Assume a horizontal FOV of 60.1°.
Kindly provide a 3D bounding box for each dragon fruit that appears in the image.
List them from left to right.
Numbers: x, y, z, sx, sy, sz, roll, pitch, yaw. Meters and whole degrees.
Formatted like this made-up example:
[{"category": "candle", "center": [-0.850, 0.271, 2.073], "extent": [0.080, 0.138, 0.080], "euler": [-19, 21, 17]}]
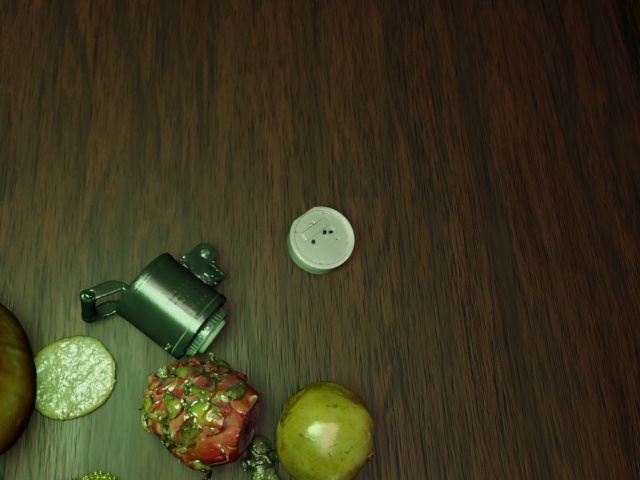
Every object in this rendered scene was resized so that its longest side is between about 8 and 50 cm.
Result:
[{"category": "dragon fruit", "center": [-0.306, 0.426, 1.368], "extent": [0.290, 0.250, 0.269], "euler": [14, 100, 9]}]

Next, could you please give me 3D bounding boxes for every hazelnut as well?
[{"category": "hazelnut", "center": [-0.841, 0.309, 1.200], "extent": [0.401, 0.402, 0.430], "euler": [-8, 59, -16]}]

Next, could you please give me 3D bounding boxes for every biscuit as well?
[{"category": "biscuit", "center": [-0.638, 0.351, 1.422], "extent": [0.219, 0.033, 0.220], "euler": [5, 70, -13]}]

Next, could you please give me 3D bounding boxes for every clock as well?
[{"category": "clock", "center": [0.000, 0.000, 1.679], "extent": [0.196, 0.068, 0.197], "euler": [4, 70, -12]}]

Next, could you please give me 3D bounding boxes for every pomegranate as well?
[{"category": "pomegranate", "center": [0.018, 0.499, 1.414], "extent": [0.264, 0.264, 0.265], "euler": [4, 71, -12]}]

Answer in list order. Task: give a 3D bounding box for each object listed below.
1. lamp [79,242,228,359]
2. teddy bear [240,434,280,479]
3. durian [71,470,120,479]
[{"category": "lamp", "center": [-0.386, 0.183, 1.445], "extent": [0.374, 0.205, 0.272], "euler": [-30, 76, -32]}, {"category": "teddy bear", "center": [-0.150, 0.593, 1.440], "extent": [0.119, 0.078, 0.161], "euler": [1, 48, -31]}, {"category": "durian", "center": [-0.551, 0.623, 1.317], "extent": [0.208, 0.102, 0.147], "euler": [29, 73, 1]}]
